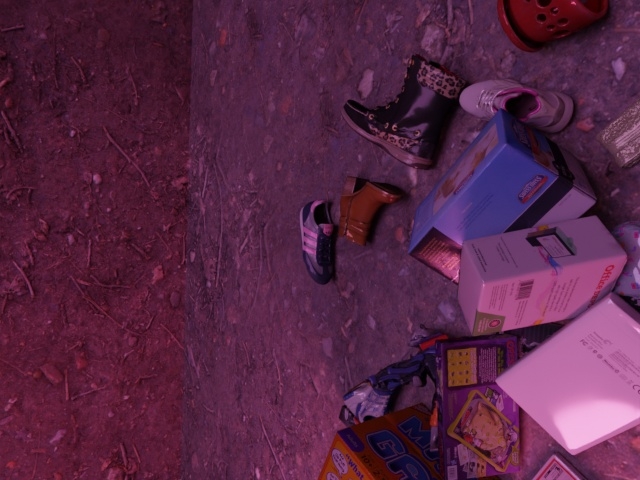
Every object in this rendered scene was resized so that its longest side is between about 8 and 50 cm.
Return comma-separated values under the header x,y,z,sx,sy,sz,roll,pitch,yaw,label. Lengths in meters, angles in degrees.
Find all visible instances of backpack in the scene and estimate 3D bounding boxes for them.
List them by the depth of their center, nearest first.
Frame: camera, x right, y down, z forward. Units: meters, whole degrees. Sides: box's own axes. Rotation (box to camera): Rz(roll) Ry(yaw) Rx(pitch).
x,y,z,sx,sy,sz,roll,pitch,yaw,label
0.649,0.051,0.966,0.152,0.115,0.181,2,93,51,backpack

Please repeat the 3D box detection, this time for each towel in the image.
x,y,z,sx,sy,sz,roll,pitch,yaw,label
0.672,-0.235,1.004,0.148,0.027,0.110,-48,54,40,towel

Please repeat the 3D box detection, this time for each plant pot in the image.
x,y,z,sx,sy,sz,roll,pitch,yaw,label
0.511,-0.541,1.072,0.174,0.191,0.191,-19,76,55,plant pot

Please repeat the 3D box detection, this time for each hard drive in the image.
x,y,z,sx,sy,sz,roll,pitch,yaw,label
0.582,0.298,1.021,0.233,0.047,0.353,44,132,15,hard drive

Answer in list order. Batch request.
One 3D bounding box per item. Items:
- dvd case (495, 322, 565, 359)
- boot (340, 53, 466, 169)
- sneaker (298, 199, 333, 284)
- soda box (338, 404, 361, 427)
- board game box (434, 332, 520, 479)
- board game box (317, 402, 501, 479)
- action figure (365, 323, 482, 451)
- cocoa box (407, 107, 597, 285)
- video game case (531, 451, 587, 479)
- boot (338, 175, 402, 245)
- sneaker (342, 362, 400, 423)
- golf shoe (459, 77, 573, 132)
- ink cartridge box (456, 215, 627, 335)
x,y,z,sx,sy,sz,roll,pitch,yaw,label
0.538,0.278,1.182,0.221,0.018,0.164,9,98,50,dvd case
0.242,-0.418,1.440,0.377,0.138,0.284,46,126,35,boot
0.000,0.000,1.763,0.131,0.112,0.318,-28,70,50,sneaker
0.138,0.642,1.649,0.169,0.053,0.060,34,116,45,soda box
0.395,0.415,1.193,0.056,0.208,0.346,-169,77,-83,board game box
0.226,0.736,1.303,0.356,0.357,0.356,40,120,44,board game box
0.303,0.400,1.318,0.178,0.342,0.330,75,-177,-65,action figure
0.399,-0.081,1.113,0.228,0.231,0.347,32,126,-5,cocoa box
0.608,0.671,1.096,0.285,0.025,0.204,45,123,41,video game case
0.151,-0.088,1.576,0.283,0.109,0.220,22,106,51,boot
0.202,0.502,1.551,0.131,0.112,0.296,54,133,12,sneaker
0.457,-0.348,1.180,0.306,0.140,0.115,29,114,48,golf shoe
0.441,0.077,0.986,0.201,0.278,0.117,78,-179,-47,ink cartridge box
